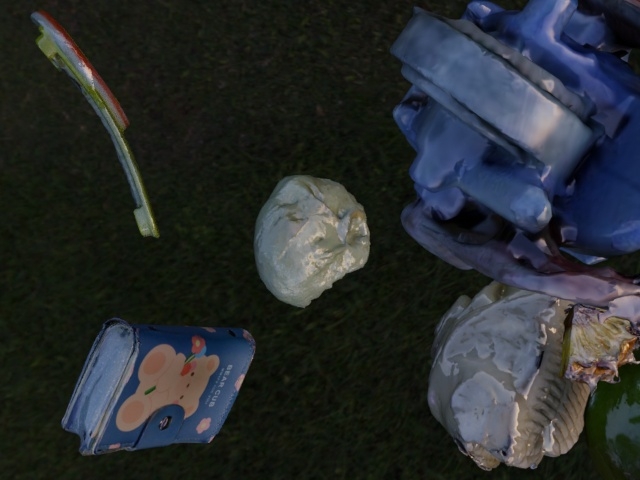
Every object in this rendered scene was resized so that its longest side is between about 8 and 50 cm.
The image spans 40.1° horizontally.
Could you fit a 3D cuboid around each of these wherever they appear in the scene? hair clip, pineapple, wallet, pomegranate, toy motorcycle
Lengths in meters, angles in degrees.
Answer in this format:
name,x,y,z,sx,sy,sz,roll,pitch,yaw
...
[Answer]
name,x,y,z,sx,sy,sz,roll,pitch,yaw
hair clip,-0.158,-0.088,0.636,0.033,0.060,0.188,-29,94,-7
pineapple,0.366,0.137,1.180,0.116,0.137,0.069,54,151,26
wallet,-0.164,0.150,0.908,0.059,0.202,0.141,27,97,30
pomegranate,0.517,0.215,1.218,0.309,0.216,0.359,-11,80,18
toy motorcycle,0.140,-0.032,0.522,0.182,0.319,0.241,-28,92,13

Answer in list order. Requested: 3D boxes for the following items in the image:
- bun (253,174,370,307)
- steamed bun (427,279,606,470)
name,x,y,z,sx,sy,sz,roll,pitch,yaw
bun,0.000,0.000,1.333,0.126,0.204,0.213,-7,52,41
steamed bun,0.295,0.188,1.415,0.237,0.394,0.347,13,124,37
